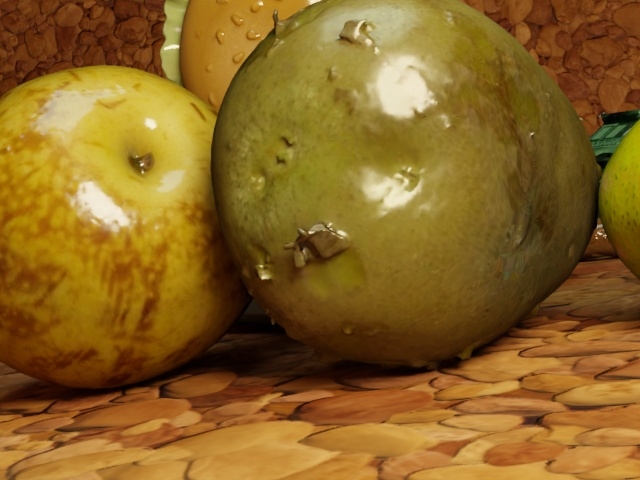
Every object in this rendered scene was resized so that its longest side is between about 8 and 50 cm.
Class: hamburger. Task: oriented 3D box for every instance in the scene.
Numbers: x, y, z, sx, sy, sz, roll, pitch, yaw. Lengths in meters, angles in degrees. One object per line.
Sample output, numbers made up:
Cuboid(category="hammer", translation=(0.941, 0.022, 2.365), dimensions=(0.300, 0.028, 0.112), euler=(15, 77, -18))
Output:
Cuboid(category="hamburger", translation=(-0.011, -0.178, 0.982), dimensions=(0.274, 0.274, 0.212), euler=(-8, 16, -1))

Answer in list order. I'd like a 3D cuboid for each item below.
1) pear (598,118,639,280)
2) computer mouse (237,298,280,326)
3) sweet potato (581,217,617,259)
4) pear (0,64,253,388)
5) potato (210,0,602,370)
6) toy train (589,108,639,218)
Cuboid(category="pear", translation=(0.300, -0.033, 0.776), dimensions=(0.187, 0.187, 0.220), euler=(-7, 0, 12))
Cuboid(category="computer mouse", translation=(-0.004, -0.004, 1.069), dimensions=(0.331, 0.095, 0.197), euler=(-8, 45, 40))
Cuboid(category="sweet potato", translation=(0.328, -0.004, 1.236), dimensions=(0.218, 0.051, 0.065), euler=(-6, 2, 32))
Cuboid(category="pear", translation=(-0.176, -0.007, 0.876), dimensions=(0.281, 0.280, 0.281), euler=(-8, 4, 1))
Cuboid(category="potato", translation=(0.084, -0.032, 0.800), dimensions=(0.219, 0.269, 0.359), euler=(10, -2, 38))
Cuboid(category="toy train", translation=(0.415, -0.090, 1.356), dimensions=(0.178, 0.138, 0.330), euler=(-39, 15, -18))
